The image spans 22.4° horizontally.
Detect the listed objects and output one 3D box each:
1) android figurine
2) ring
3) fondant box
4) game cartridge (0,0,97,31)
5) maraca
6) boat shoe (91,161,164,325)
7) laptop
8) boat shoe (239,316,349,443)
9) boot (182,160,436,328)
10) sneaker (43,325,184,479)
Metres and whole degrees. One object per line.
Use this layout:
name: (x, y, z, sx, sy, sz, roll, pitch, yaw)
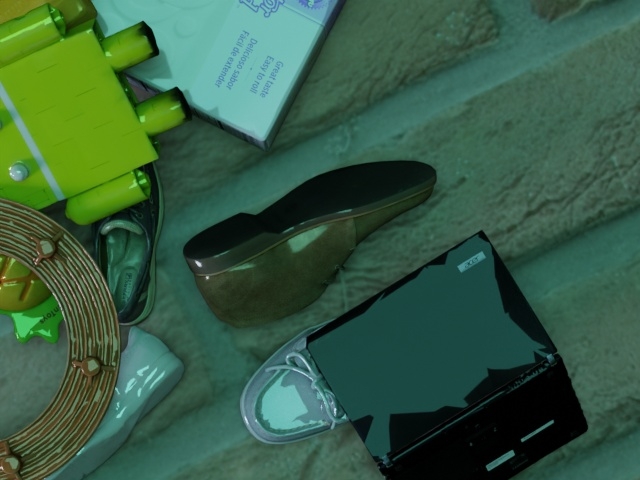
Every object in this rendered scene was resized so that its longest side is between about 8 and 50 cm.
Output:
android figurine: (-0.289, -0.133, 1.776, 0.273, 0.056, 0.248, -22, 113, 6)
ring: (-0.387, 0.117, 1.769, 0.336, 0.032, 0.336, 0, 89, -1)
fondant box: (-0.154, -0.285, 1.875, 0.330, 0.096, 0.238, 27, 85, 2)
game cartridge: (-0.443, -0.303, 1.837, 0.285, 0.053, 0.323, -36, 74, 13)
maraca: (-0.344, 0.031, 1.841, 0.127, 0.099, 0.185, -40, 96, -11)
boat shoe: (-0.223, -0.014, 1.856, 0.080, 0.073, 0.223, 0, 84, 0)
laptop: (0.146, 0.164, 1.799, 0.234, 0.264, 0.136, -31, 49, -2)
boat shoe: (0.055, 0.131, 1.827, 0.320, 0.103, 0.118, -24, 85, -3)
boot: (0.000, 0.000, 1.861, 0.305, 0.112, 0.115, -24, 115, -7)
sneaker: (-0.258, 0.189, 1.843, 0.094, 0.080, 0.212, 42, 79, 16)
